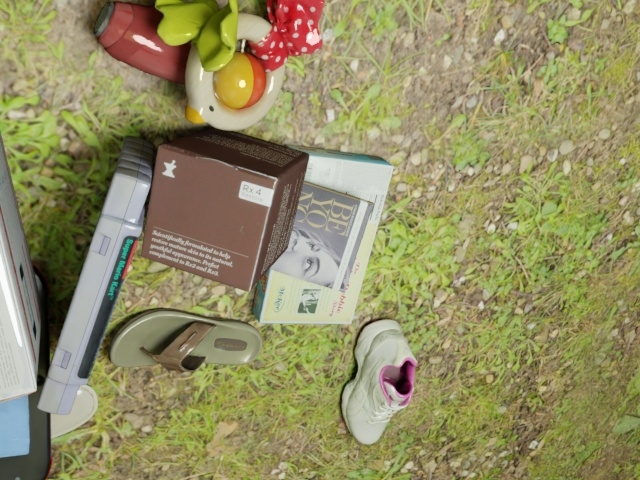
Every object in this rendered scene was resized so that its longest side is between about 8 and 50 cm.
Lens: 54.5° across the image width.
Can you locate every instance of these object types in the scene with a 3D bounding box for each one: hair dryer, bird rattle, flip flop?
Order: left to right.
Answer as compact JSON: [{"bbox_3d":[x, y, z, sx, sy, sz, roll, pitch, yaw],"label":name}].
[{"bbox_3d":[-0.205,-0.329,0.843,0.224,0.080,0.293,-27,124,-12],"label":"hair dryer"},{"bbox_3d":[-0.226,0.189,1.090,0.277,0.080,0.112,10,110,-28],"label":"flip flop"},{"bbox_3d":[-0.112,-0.258,0.871,0.254,0.143,0.206,-20,132,-54],"label":"bird rattle"}]

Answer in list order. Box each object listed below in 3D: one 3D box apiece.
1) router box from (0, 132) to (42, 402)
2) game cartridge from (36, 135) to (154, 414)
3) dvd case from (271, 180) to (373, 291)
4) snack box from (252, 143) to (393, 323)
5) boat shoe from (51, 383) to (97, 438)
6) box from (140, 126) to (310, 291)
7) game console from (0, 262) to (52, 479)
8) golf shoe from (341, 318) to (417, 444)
[{"bbox_3d":[-0.408,-0.018,0.732,0.082,0.301,0.335,-12,105,-21],"label":"router box"},{"bbox_3d":[-0.313,0.043,0.888,0.068,0.230,0.354,17,107,-23],"label":"game cartridge"},{"bbox_3d":[-0.042,-0.019,1.027,0.221,0.018,0.164,17,110,0],"label":"dvd case"},{"bbox_3d":[0.000,0.000,1.110,0.187,0.060,0.321,4,112,-23],"label":"snack box"},{"bbox_3d":[-0.540,0.283,1.001,0.335,0.095,0.112,-12,102,-24],"label":"boat shoe"},{"bbox_3d":[-0.131,-0.056,0.907,0.169,0.203,0.166,18,110,7],"label":"box"},{"bbox_3d":[-0.573,0.210,0.891,0.342,0.060,0.386,-1,96,-25],"label":"game console"},{"bbox_3d":[0.123,0.317,1.279,0.115,0.140,0.306,-6,118,-24],"label":"golf shoe"}]
